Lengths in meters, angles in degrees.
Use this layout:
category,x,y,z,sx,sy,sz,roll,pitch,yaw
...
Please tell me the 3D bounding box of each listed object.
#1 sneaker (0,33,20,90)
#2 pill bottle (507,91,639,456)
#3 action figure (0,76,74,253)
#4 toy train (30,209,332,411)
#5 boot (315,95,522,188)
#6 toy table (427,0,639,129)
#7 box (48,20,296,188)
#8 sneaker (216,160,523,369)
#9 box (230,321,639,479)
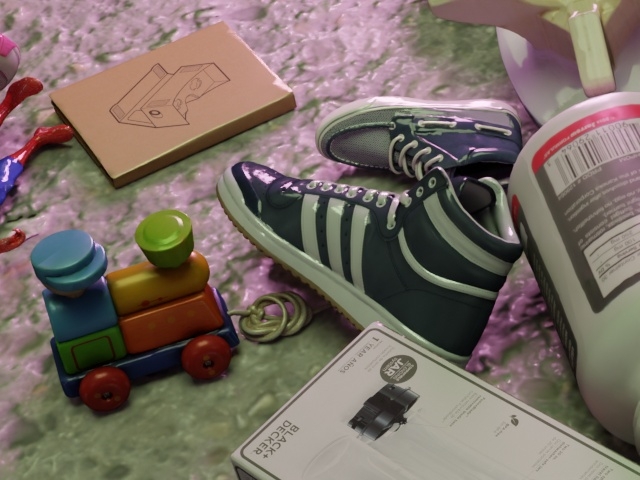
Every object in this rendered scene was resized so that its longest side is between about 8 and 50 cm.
category,x,y,z,sx,sy,sz,roll,pitch,yaw
sneaker,-0.382,-0.129,1.667,0.252,0.103,0.111,-25,46,40
pill bottle,0.262,0.045,1.300,0.176,0.176,0.318,-13,41,-2
action figure,-0.304,-0.043,1.573,0.139,0.091,0.280,-7,36,41
toy train,-0.109,0.033,1.420,0.248,0.143,0.105,-17,42,-7
boot,0.090,-0.082,1.562,0.190,0.069,0.086,-6,38,4
toy table,0.231,-0.220,1.545,0.252,0.161,0.274,-25,64,7
box,-0.147,-0.138,1.716,0.201,0.021,0.164,-25,43,-17
sneaker,0.044,-0.022,1.413,0.282,0.153,0.099,40,20,29
box,0.098,0.192,1.232,0.290,0.087,0.169,26,56,35
